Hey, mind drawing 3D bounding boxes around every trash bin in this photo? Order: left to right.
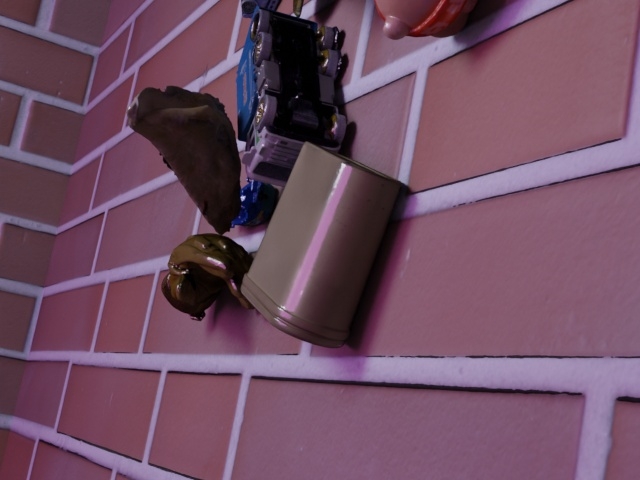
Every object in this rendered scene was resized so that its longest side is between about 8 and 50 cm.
[{"bbox_3d":[0.000,0.000,1.507,0.247,0.121,0.243,-68,24,5],"label":"trash bin"}]

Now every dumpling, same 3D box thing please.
[{"bbox_3d":[-0.177,-0.151,1.719,0.086,0.332,0.166,21,68,36],"label":"dumpling"}]

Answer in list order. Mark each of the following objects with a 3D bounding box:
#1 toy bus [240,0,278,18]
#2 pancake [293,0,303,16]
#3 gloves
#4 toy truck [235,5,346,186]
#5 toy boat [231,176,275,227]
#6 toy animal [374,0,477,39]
[{"bbox_3d":[-0.104,-0.518,2.096,0.073,0.076,0.167,-96,29,-43],"label":"toy bus"},{"bbox_3d":[-0.036,-0.452,1.848,0.116,0.023,0.129,-93,4,-54],"label":"pancake"},{"bbox_3d":[-0.194,0.058,1.857,0.331,0.154,0.141,153,126,-68],"label":"gloves"},{"bbox_3d":[-0.055,-0.245,1.745,0.175,0.146,0.367,118,157,-43],"label":"toy truck"},{"bbox_3d":[-0.161,-0.068,1.904,0.175,0.110,0.091,156,124,-62],"label":"toy boat"},{"bbox_3d":[0.145,-0.355,1.362,0.171,0.171,0.197,-47,28,46],"label":"toy animal"}]
